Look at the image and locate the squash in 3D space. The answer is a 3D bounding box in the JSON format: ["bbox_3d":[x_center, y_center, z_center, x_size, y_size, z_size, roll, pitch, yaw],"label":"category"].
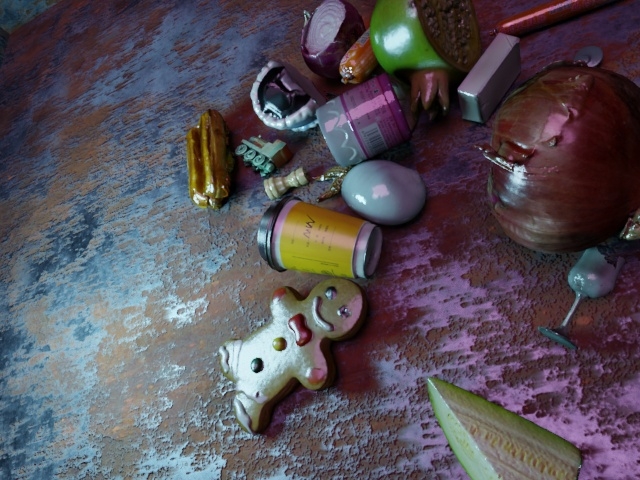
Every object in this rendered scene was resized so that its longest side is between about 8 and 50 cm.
[{"bbox_3d":[0.291,0.403,0.817,0.289,0.111,0.203,18,44,28],"label":"squash"}]

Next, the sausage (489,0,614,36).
[{"bbox_3d":[0.604,-0.579,1.138,0.348,0.053,0.053,-13,63,21],"label":"sausage"}]

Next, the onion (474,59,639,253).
[{"bbox_3d":[0.450,-0.145,0.846,0.354,0.353,0.353,-11,64,22],"label":"onion"}]

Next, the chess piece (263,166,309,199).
[{"bbox_3d":[-0.096,-0.168,1.306,0.122,0.066,0.066,-22,60,11],"label":"chess piece"}]

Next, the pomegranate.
[{"bbox_3d":[0.247,-0.476,1.149,0.216,0.310,0.358,2,87,46],"label":"pomegranate"}]

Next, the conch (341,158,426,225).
[{"bbox_3d":[0.151,-0.131,1.122,0.221,0.121,0.185,17,52,21],"label":"conch"}]

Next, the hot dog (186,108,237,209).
[{"bbox_3d":[-0.339,-0.252,1.432,0.158,0.117,0.348,-36,52,32],"label":"hot dog"}]

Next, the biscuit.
[{"bbox_3d":[-0.074,0.238,1.082,0.432,0.064,0.283,-39,56,15],"label":"biscuit"}]

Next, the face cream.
[{"bbox_3d":[0.109,-0.294,1.136,0.195,0.175,0.175,-22,60,13],"label":"face cream"}]

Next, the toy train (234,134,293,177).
[{"bbox_3d":[-0.179,-0.267,1.389,0.118,0.074,0.176,-47,51,-10],"label":"toy train"}]

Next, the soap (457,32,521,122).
[{"bbox_3d":[0.414,-0.389,1.109,0.064,0.121,0.183,34,85,33],"label":"soap"}]

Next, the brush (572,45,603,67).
[{"bbox_3d":[0.549,-0.365,1.092,0.266,0.027,0.062,-38,56,12],"label":"brush"}]

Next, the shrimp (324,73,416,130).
[{"bbox_3d":[0.150,-0.389,1.274,0.289,0.075,0.178,37,82,34],"label":"shrimp"}]

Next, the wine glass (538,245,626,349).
[{"bbox_3d":[0.500,0.105,0.870,0.079,0.079,0.195,29,84,33],"label":"wine glass"}]

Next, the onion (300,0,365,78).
[{"bbox_3d":[0.047,-0.582,1.347,0.201,0.200,0.207,-5,70,25],"label":"onion"}]

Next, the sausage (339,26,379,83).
[{"bbox_3d":[0.146,-0.541,1.280,0.093,0.093,0.312,22,63,32],"label":"sausage"}]

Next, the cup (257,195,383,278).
[{"bbox_3d":[0.000,0.000,1.115,0.280,0.196,0.196,11,73,22],"label":"cup"}]

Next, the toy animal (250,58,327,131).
[{"bbox_3d":[-0.090,-0.403,1.332,0.156,0.204,0.208,-43,80,23],"label":"toy animal"}]

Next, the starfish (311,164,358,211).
[{"bbox_3d":[0.079,-0.175,1.223,0.238,0.057,0.213,-8,72,24],"label":"starfish"}]
